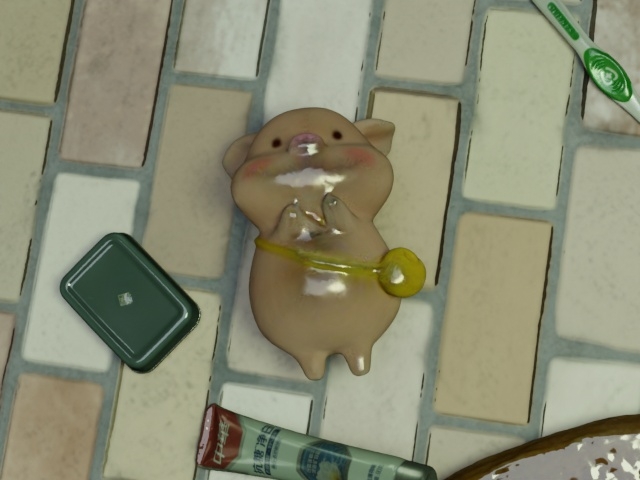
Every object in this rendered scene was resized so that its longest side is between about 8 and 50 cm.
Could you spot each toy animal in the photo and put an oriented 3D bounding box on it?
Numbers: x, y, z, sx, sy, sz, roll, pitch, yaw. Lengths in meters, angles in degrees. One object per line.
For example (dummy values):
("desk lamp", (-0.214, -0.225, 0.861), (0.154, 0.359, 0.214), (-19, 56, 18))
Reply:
("toy animal", (0.003, 0.000, 1.211), (0.165, 0.149, 0.248), (-2, 73, -9))

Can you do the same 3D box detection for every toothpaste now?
("toothpaste", (-0.009, 0.197, 1.205), (0.239, 0.039, 0.062), (8, 83, 30))

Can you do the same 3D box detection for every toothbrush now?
("toothbrush", (0.265, -0.159, 1.258), (0.030, 0.030, 0.304), (-36, 75, 1))

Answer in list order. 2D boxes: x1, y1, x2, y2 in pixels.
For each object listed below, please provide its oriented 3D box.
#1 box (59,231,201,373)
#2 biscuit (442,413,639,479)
("box", (-0.183, 0.058, 1.282), (0.091, 0.031, 0.126), (-44, 76, -1))
("biscuit", (0.234, 0.338, 1.157), (0.394, 0.070, 0.350), (-15, 81, 6))
